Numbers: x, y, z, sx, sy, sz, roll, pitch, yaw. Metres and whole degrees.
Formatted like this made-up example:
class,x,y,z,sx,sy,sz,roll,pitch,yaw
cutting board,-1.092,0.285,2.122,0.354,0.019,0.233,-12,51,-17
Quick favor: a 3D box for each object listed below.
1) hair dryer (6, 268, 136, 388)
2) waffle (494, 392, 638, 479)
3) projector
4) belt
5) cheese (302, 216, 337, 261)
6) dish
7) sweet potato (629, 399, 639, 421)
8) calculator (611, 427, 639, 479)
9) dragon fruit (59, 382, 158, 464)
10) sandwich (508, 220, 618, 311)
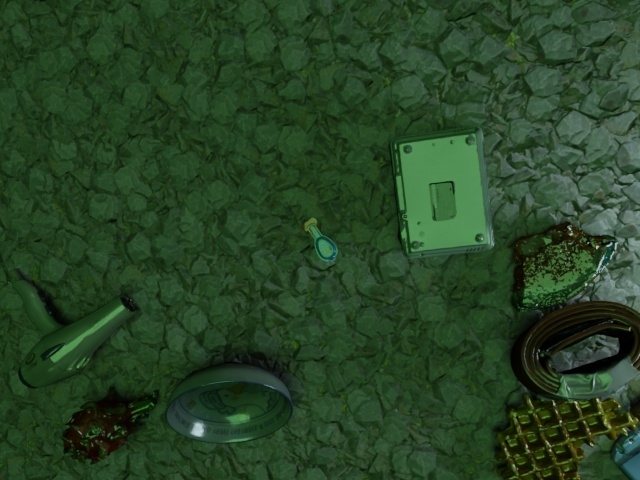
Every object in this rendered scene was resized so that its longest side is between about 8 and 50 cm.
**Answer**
class,x,y,z,sx,sy,sz,roll,pitch,yaw
hair dryer,-0.592,0.174,1.143,0.296,0.119,0.298,-17,81,2
waffle,0.517,0.449,1.045,0.260,0.069,0.292,18,98,9
projector,0.248,-0.097,0.999,0.192,0.099,0.256,-6,95,9
belt,0.530,0.228,0.974,0.262,0.105,0.184,-25,69,-1
cheese,0.000,0.000,1.081,0.047,0.017,0.111,-33,92,6
dish,-0.204,0.336,1.083,0.274,0.133,0.273,-5,134,-5
sweet potato,0.826,0.270,0.972,0.109,0.109,0.385,45,104,0
calculator,0.734,0.502,1.036,0.121,0.039,0.210,-44,90,11
dragon fruit,-0.500,0.426,1.142,0.236,0.135,0.137,-42,91,-12
sandwich,0.502,0.050,0.994,0.235,0.079,0.159,-21,93,9
